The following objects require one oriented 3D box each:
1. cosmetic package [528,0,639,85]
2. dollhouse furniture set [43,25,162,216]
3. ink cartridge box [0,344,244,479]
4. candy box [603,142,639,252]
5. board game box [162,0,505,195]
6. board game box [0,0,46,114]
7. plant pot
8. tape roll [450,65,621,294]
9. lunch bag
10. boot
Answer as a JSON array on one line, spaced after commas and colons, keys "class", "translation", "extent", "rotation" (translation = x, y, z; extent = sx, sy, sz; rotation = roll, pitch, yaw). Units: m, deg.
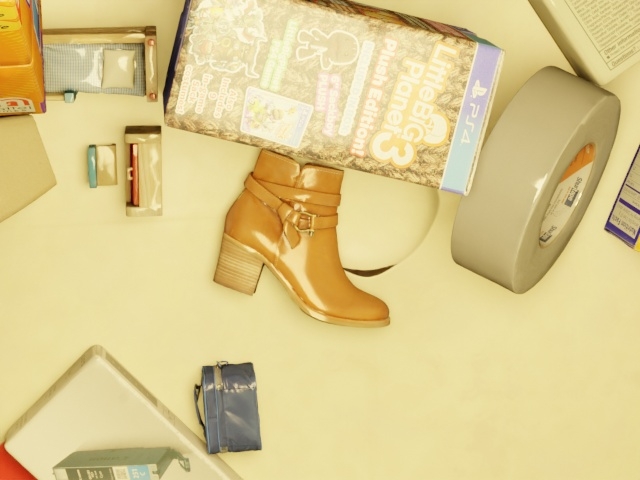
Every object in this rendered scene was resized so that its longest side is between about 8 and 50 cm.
[{"class": "cosmetic package", "translation": [0.247, -0.324, 1.819], "extent": [0.160, 0.113, 0.309], "rotation": [-34, 101, 2]}, {"class": "dollhouse furniture set", "translation": [-0.222, -0.114, 1.808], "extent": [0.129, 0.129, 0.183], "rotation": [-2, 101, -5]}, {"class": "ink cartridge box", "translation": [-0.218, 0.301, 1.920], "extent": [0.261, 0.066, 0.296], "rotation": [-45, 101, 3]}, {"class": "candy box", "translation": [0.481, -0.096, 1.877], "extent": [0.268, 0.122, 0.317], "rotation": [20, 99, -9]}, {"class": "board game box", "translation": [0.004, -0.160, 1.767], "extent": [0.291, 0.232, 0.141], "rotation": [13, 100, -7]}, {"class": "board game box", "translation": [-0.429, -0.310, 1.553], "extent": [0.357, 0.356, 0.356], "rotation": [-3, 80, -5]}, {"class": "plant pot", "translation": [-0.322, -0.076, 1.824], "extent": [0.096, 0.109, 0.109], "rotation": [-21, 102, -14]}, {"class": "tape roll", "translation": [0.213, -0.059, 1.808], "extent": [0.072, 0.219, 0.219], "rotation": [28, 98, 19]}, {"class": "lunch bag", "translation": [-0.097, 0.171, 1.904], "extent": [0.065, 0.067, 0.098], "rotation": [-6, 101, -4]}, {"class": "boot", "translation": [0.000, 0.000, 1.880], "extent": [0.197, 0.073, 0.152], "rotation": [19, 94, -11]}]
